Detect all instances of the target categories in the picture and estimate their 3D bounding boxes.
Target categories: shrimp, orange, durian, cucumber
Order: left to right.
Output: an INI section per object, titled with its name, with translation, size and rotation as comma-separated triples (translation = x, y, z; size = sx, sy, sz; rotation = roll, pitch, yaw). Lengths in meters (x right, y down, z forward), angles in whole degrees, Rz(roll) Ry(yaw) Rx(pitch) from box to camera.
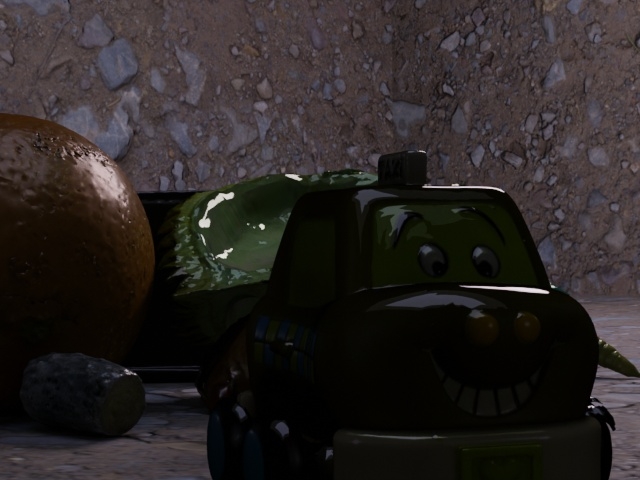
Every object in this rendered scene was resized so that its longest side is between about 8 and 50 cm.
[orange]
translation = -0.277, 0.021, 1.243
size = 0.274, 0.274, 0.274
rotation = -1, 0, 0
[cucumber]
translation = -0.185, 0.119, 1.095
size = 0.064, 0.064, 0.112
rotation = -1, 0, -45
[shrimp]
translation = -0.026, 0.124, 1.142
size = 0.066, 0.117, 0.262
rotation = 38, -1, -23
[durian]
translation = -0.004, -0.010, 1.360
size = 0.394, 0.163, 0.198
rotation = -15, -11, -32

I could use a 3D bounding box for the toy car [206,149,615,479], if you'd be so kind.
[toy car]
translation = 0.047, 0.049, 0.784
size = 0.204, 0.198, 0.248
rotation = 0, 1, -19

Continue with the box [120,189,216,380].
[box]
translation = -0.237, 0.047, 1.572
size = 0.345, 0.204, 0.251
rotation = -1, 0, -4

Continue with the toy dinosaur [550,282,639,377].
[toy dinosaur]
translation = 0.244, 0.085, 1.528
size = 0.259, 0.094, 0.153
rotation = 32, 4, 24
